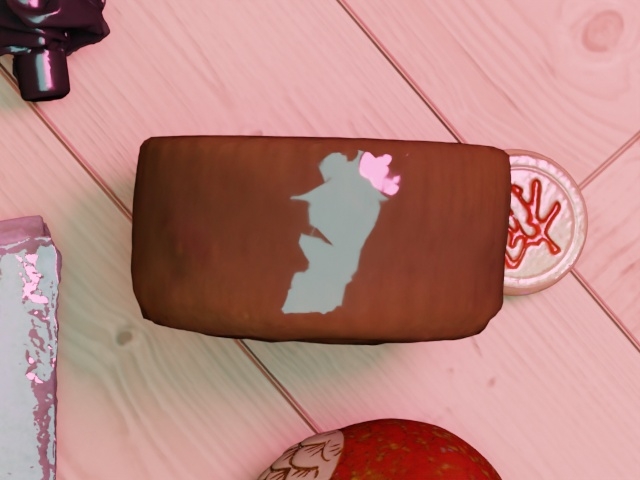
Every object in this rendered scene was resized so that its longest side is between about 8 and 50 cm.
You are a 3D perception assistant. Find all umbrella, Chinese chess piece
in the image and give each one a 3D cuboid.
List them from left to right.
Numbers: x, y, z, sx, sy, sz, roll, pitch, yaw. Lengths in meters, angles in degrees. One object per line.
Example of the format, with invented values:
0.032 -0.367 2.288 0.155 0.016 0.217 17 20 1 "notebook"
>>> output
-0.238 -0.245 1.430 0.122 0.110 0.272 -8 93 -8 "umbrella"
0.160 -0.015 1.491 0.122 0.051 0.122 0 87 -7 "Chinese chess piece"

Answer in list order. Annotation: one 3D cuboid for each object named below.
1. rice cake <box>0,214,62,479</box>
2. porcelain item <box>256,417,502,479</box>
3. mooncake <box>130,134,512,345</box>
-0.240 0.162 1.432 0.072 0.056 0.365 -1 88 -13 "rice cake"
0.052 0.257 1.379 0.253 0.253 0.253 0 88 -7 "porcelain item"
0.000 0.000 1.360 0.284 0.284 0.155 2 93 -7 "mooncake"
